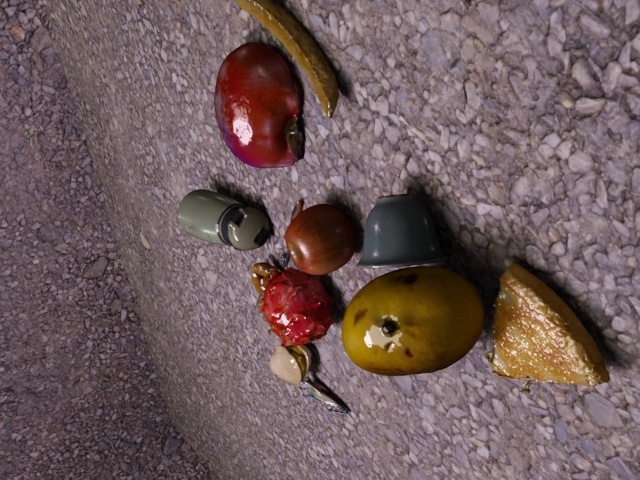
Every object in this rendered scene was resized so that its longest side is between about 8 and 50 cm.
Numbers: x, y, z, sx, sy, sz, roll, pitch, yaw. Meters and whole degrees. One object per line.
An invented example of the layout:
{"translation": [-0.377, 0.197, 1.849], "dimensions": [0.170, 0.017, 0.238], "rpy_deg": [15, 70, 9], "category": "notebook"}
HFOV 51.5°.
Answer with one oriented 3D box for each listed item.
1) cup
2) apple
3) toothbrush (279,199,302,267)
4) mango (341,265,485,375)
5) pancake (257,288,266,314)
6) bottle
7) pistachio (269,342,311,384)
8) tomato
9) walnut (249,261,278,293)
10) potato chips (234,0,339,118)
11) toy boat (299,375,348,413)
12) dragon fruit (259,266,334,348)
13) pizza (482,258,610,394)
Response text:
{"translation": [0.169, -0.023, 1.424], "dimensions": [0.199, 0.199, 0.149], "rpy_deg": [-3, 93, 58], "category": "cup"}
{"translation": [0.000, 0.000, 1.693], "dimensions": [0.181, 0.168, 0.181], "rpy_deg": [42, 150, 31], "category": "apple"}
{"translation": [-0.087, -0.014, 1.959], "dimensions": [0.031, 0.023, 0.321], "rpy_deg": [48, 147, 19], "category": "toothbrush"}
{"translation": [0.193, 0.183, 1.445], "dimensions": [0.445, 0.302, 0.220], "rpy_deg": [84, 171, -77], "category": "mango"}
{"translation": [-0.097, 0.237, 2.096], "dimensions": [0.212, 0.029, 0.235], "rpy_deg": [-17, 119, 43], "category": "pancake"}
{"translation": [-0.304, -0.059, 2.129], "dimensions": [0.347, 0.168, 0.168], "rpy_deg": [18, 128, 45], "category": "bottle"}
{"translation": [-0.090, 0.403, 2.203], "dimensions": [0.200, 0.117, 0.145], "rpy_deg": [-20, 93, 56], "category": "pistachio"}
{"translation": [-0.192, -0.331, 1.721], "dimensions": [0.290, 0.176, 0.334], "rpy_deg": [43, 146, 36], "category": "tomato"}
{"translation": [-0.154, 0.140, 2.137], "dimensions": [0.170, 0.069, 0.143], "rpy_deg": [50, 148, 5], "category": "walnut"}
{"translation": [-0.068, -0.455, 1.525], "dimensions": [0.407, 0.080, 0.057], "rpy_deg": [53, 165, 14], "category": "potato chips"}
{"translation": [0.014, 0.521, 2.197], "dimensions": [0.210, 0.066, 0.084], "rpy_deg": [24, 167, 36], "category": "toy boat"}
{"translation": [-0.074, 0.178, 1.921], "dimensions": [0.268, 0.205, 0.210], "rpy_deg": [56, 154, 30], "category": "dragon fruit"}
{"translation": [0.404, 0.190, 1.313], "dimensions": [0.279, 0.075, 0.287], "rpy_deg": [58, 152, 16], "category": "pizza"}
